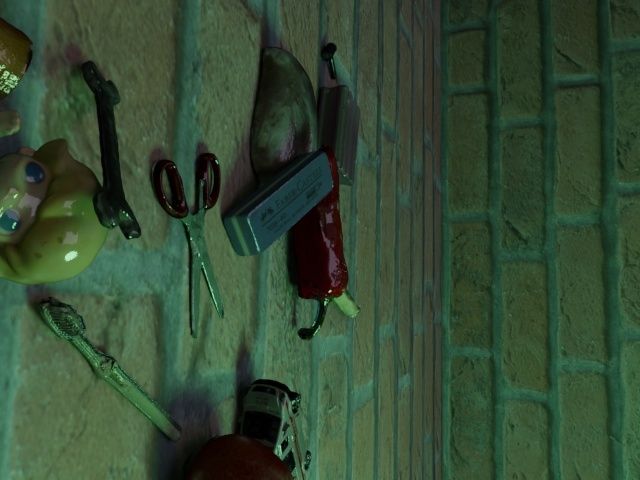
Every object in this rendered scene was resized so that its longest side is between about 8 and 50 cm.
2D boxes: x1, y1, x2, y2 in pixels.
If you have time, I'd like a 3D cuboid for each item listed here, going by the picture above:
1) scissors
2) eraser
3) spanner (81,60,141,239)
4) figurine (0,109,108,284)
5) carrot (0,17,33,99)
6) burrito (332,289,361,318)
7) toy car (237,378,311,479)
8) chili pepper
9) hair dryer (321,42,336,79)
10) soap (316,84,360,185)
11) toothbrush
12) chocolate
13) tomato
[{"bbox_3d":[-0.169,0.006,0.753,0.144,0.017,0.247,-33,121,-65],"label":"scissors"},{"bbox_3d":[-0.063,-0.064,0.892,0.225,0.036,0.082,-44,136,-35],"label":"eraser"},{"bbox_3d":[-0.200,-0.093,0.508,0.054,0.015,0.254,59,5,-50],"label":"spanner"},{"bbox_3d":[-0.256,-0.046,0.425,0.196,0.108,0.114,53,24,-46],"label":"figurine"},{"bbox_3d":[-0.304,-0.171,0.361,0.205,0.072,0.072,35,56,-58],"label":"carrot"},{"bbox_3d":[0.052,0.139,1.278,0.045,0.041,0.185,-42,146,-5],"label":"burrito"},{"bbox_3d":[-0.080,0.327,0.865,0.108,0.089,0.209,-46,135,-54],"label":"toy car"},{"bbox_3d":[0.000,0.000,1.057,0.110,0.110,0.387,15,73,-68],"label":"chili pepper"},{"bbox_3d":[0.024,-0.411,1.258,0.083,0.026,0.047,77,25,-45],"label":"hair dryer"},{"bbox_3d":[0.038,-0.236,1.220,0.122,0.065,0.203,42,50,-61],"label":"soap"},{"bbox_3d":[-0.221,0.157,0.604,0.294,0.028,0.026,74,27,-45],"label":"toothbrush"},{"bbox_3d":[-0.049,-0.214,0.978,0.157,0.080,0.254,36,56,-64],"label":"chocolate"},{"bbox_3d":[-0.106,0.340,0.718,0.167,0.167,0.167,-1,90,-68],"label":"tomato"}]
